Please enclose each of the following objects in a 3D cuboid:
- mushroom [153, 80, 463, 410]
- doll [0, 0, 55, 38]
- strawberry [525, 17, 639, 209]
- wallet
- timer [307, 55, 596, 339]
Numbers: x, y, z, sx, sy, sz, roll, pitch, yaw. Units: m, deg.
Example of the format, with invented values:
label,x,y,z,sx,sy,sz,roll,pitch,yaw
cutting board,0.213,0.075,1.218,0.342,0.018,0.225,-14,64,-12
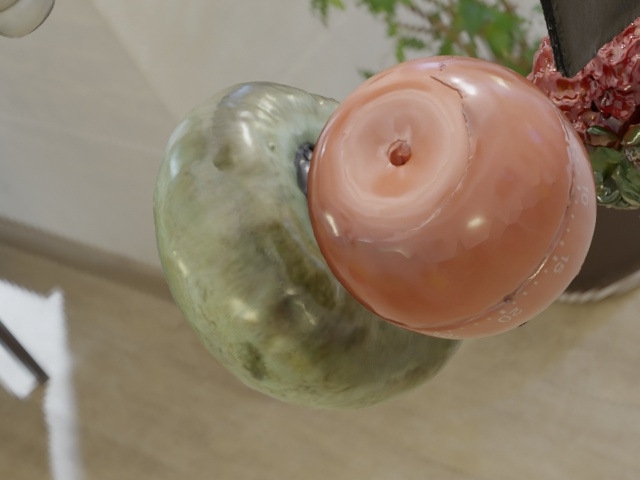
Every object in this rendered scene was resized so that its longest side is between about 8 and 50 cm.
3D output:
label,x,y,z,sx,sy,sz,roll,pitch,yaw
mushroom,0.000,0.000,1.632,0.260,0.352,0.352,-39,25,39
doll,-0.121,-0.162,0.793,0.162,0.062,0.106,-52,9,-3
strawberry,0.409,-0.197,1.982,0.312,0.267,0.351,13,68,22
wallet,0.301,-0.276,1.696,0.025,0.124,0.244,19,50,43
timer,0.107,-0.034,1.376,0.230,0.215,0.229,-11,65,25
